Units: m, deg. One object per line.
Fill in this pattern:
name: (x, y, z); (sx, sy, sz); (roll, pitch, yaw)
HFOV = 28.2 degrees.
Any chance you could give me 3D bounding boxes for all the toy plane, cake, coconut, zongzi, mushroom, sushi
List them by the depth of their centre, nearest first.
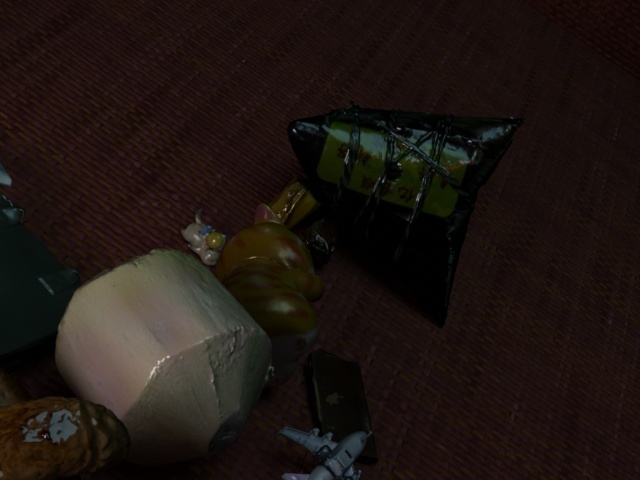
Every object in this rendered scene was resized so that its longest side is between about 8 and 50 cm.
mushroom: (-0.383, 0.256, 1.270); (0.345, 0.239, 0.345); (13, 20, -5)
coconut: (-0.180, 0.155, 1.545); (0.239, 0.239, 0.244); (-9, 52, -48)
toy plane: (0.018, 0.297, 1.681); (0.162, 0.065, 0.171); (52, 46, 1)
sushi: (0.000, 0.000, 2.074); (0.055, 0.052, 0.120); (30, 32, -7)
cake: (-0.050, -0.046, 2.107); (0.080, 0.116, 0.185); (42, -1, -9)
zongzi: (0.122, -0.051, 2.130); (0.383, 0.362, 0.319); (9, 2, 12)

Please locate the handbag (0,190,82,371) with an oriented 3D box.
handbag: (-0.429, 0.051, 1.599); (0.247, 0.079, 0.260); (44, 31, 11)

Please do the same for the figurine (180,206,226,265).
figurine: (-0.174, -0.005, 1.929); (0.047, 0.050, 0.083); (-16, 57, -44)

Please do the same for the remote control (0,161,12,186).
remote control: (-0.474, -0.112, 1.766); (0.061, 0.029, 0.162); (13, 16, -33)

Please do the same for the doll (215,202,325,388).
doll: (-0.082, 0.087, 1.792); (0.162, 0.167, 0.269); (31, 29, -9)

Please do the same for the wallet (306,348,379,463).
wallet: (0.029, 0.236, 1.816); (0.095, 0.026, 0.176); (17, 41, -27)
